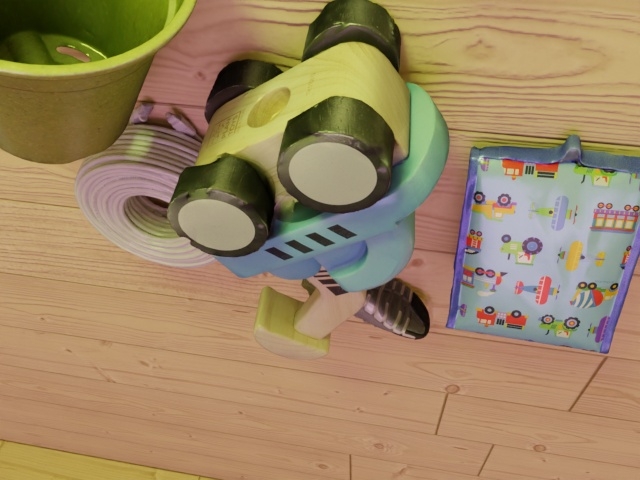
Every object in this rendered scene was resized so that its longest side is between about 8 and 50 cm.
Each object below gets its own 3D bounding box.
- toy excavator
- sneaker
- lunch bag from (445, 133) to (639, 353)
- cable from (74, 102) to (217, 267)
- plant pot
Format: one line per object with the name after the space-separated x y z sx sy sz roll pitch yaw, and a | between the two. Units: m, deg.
0.000 0.000 0.792 0.433 0.222 0.445 -20 133 30 | toy excavator
0.069 0.109 1.062 0.229 0.086 0.132 33 145 -9 | sneaker
0.295 -0.005 0.812 0.221 0.138 0.293 8 134 11 | lunch bag
-0.231 -0.057 0.919 0.257 0.089 0.257 -24 130 38 | cable
-0.276 -0.212 0.622 0.276 0.276 0.254 22 154 -11 | plant pot
